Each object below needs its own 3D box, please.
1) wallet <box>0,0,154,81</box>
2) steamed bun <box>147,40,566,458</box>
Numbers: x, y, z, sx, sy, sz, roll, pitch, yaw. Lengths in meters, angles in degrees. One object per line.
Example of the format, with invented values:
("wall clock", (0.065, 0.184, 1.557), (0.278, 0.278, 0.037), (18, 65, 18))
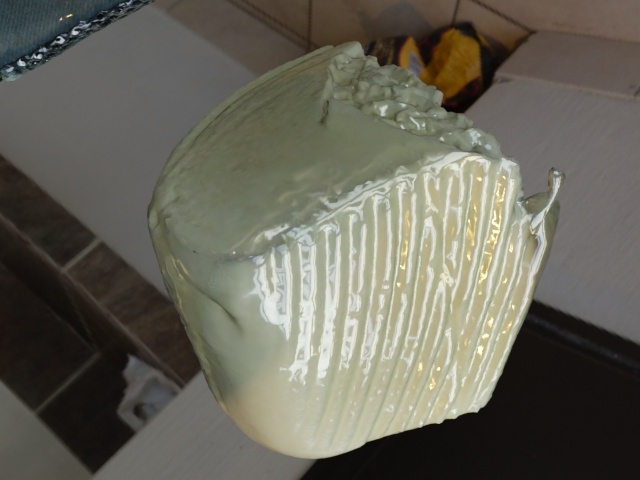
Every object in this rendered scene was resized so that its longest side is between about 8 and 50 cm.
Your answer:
("wallet", (-0.261, -0.331, 0.809), (0.237, 0.342, 0.075), (62, -176, 6))
("steamed bun", (0.000, 0.000, 0.628), (0.272, 0.274, 0.290), (-130, 28, -53))
